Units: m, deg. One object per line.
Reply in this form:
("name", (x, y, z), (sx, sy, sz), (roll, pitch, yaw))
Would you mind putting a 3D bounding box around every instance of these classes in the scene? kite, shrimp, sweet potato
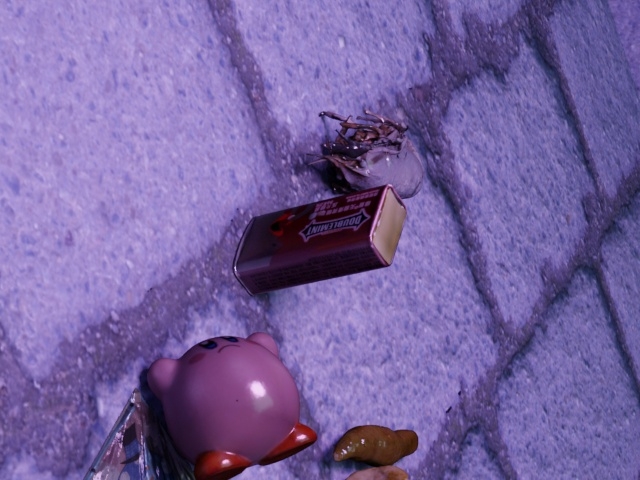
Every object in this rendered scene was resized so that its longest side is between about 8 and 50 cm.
("kite", (-0.197, 0.356, 1.651), (0.406, 0.014, 0.368), (11, 69, -55))
("shrimp", (0.069, -0.137, 2.147), (0.343, 0.116, 0.145), (6, 73, -64))
("sweet potato", (0.087, 0.302, 2.070), (0.274, 0.067, 0.067), (10, 70, -62))

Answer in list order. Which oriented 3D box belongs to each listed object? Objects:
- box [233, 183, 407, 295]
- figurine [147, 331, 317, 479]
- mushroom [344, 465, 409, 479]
("box", (0.000, 0.000, 1.889), (0.069, 0.224, 0.120), (55, 40, -33))
("figurine", (-0.108, 0.197, 1.708), (0.173, 0.173, 0.173), (26, 57, -51))
("mushroom", (0.156, 0.451, 2.063), (0.351, 0.122, 0.095), (46, 29, -31))
